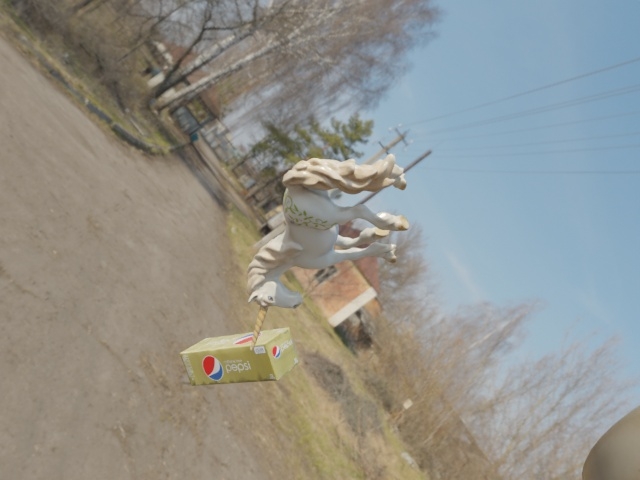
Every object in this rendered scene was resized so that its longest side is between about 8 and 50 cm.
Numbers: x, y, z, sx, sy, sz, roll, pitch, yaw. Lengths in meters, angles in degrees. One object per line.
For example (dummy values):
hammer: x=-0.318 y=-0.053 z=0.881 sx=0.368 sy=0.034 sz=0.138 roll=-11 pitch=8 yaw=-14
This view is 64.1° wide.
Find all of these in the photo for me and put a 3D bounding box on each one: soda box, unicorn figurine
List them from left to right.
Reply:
soda box: x=-0.125 y=0.178 z=0.774 sx=0.061 sy=0.182 sz=0.058 roll=-26 pitch=101 yaw=-56
unicorn figurine: x=0.000 y=0.000 z=0.360 sx=0.060 sy=0.111 sz=0.161 roll=-100 pitch=-172 yaw=-49

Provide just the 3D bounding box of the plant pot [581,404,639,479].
plant pot: x=0.292 y=0.223 z=0.250 sx=0.323 sy=0.323 sz=0.280 roll=54 pitch=15 yaw=-34
